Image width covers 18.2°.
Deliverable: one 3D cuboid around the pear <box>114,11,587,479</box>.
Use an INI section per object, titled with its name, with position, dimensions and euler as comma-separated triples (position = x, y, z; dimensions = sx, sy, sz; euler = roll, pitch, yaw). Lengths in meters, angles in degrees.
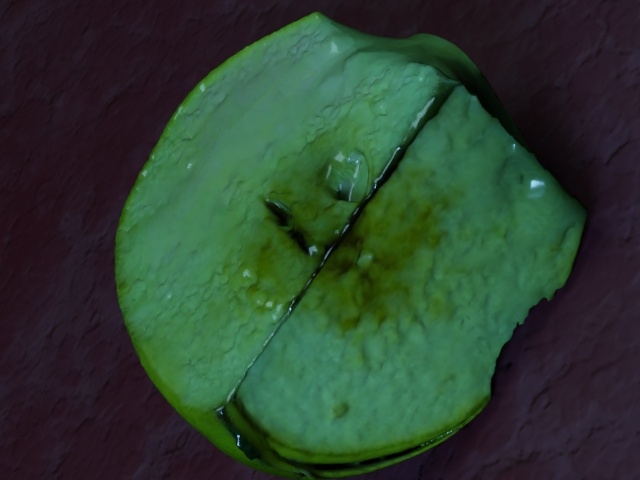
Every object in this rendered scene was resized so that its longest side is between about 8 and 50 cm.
[pear]
position = 0.000, 0.000, 1.291
dimensions = 0.286, 0.176, 0.282
euler = -55, 38, -4
